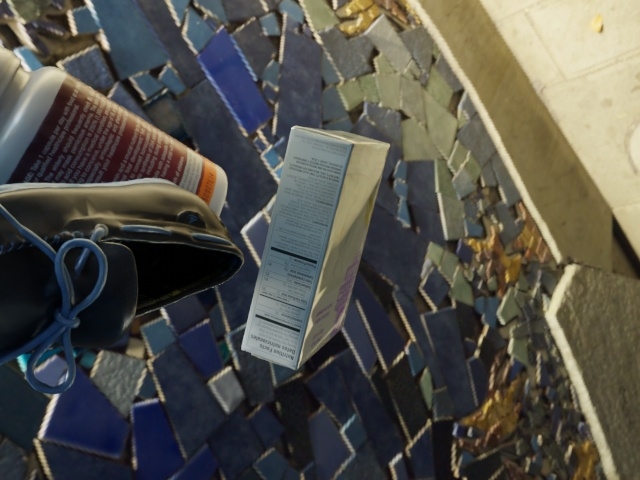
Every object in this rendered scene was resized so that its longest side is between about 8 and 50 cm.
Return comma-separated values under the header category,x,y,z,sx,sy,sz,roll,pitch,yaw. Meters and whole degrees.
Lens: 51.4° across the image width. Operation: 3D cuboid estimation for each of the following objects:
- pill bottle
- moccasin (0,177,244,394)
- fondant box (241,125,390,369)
category,x,y,z,sx,sy,sz,roll,pitch,yaw
pill bottle,-0.354,-0.107,0.966,0.392,0.224,0.224,31,148,-28
moccasin,-0.179,0.021,0.506,0.117,0.342,0.137,34,123,18
fondant box,0.000,0.000,1.015,0.096,0.238,0.330,18,103,15
